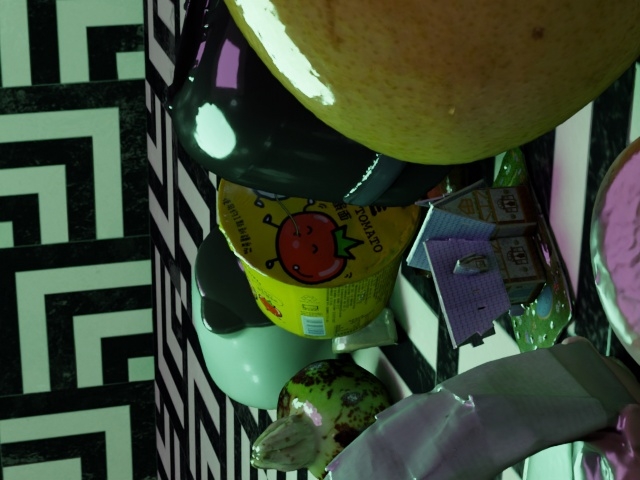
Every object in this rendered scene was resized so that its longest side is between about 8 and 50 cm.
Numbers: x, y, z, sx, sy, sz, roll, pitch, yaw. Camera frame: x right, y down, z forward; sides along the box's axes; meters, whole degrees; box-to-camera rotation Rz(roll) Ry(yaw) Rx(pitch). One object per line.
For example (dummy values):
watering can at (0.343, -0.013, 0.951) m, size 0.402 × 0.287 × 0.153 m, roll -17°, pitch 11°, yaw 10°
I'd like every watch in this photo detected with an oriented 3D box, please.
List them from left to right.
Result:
watch at (0.102, 0.200, 1.013) m, size 0.161 × 0.241 × 0.253 m, roll -119°, pitch 28°, yaw -60°

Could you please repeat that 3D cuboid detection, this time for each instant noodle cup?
instant noodle cup at (0.000, 0.000, 1.383) m, size 0.144 × 0.182 × 0.182 m, roll 89°, pitch 169°, yaw -58°

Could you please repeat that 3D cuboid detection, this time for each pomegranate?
pomegranate at (0.001, 0.201, 1.562) m, size 0.138 × 0.163 × 0.125 m, roll 49°, pitch 165°, yaw 28°

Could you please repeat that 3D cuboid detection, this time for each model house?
model house at (0.122, 0.017, 1.168) m, size 0.117 × 0.088 × 0.167 m, roll 112°, pitch 149°, yaw -58°

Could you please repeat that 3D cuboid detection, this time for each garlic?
garlic at (0.217, 0.026, 0.833) m, size 0.128 × 0.090 × 0.198 m, roll 147°, pitch 122°, yaw -59°

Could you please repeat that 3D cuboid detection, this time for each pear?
pear at (0.074, -0.207, 0.896) m, size 0.314 × 0.314 × 0.314 m, roll 175°, pitch 90°, yaw -75°

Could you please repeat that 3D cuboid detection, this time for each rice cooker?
rice cooker at (0.004, -0.156, 1.203) m, size 0.267 × 0.224 × 0.267 m, roll -164°, pitch 90°, yaw -75°

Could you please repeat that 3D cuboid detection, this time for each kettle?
kettle at (-0.045, 0.049, 1.640) m, size 0.161 × 0.221 × 0.236 m, roll 33°, pitch 161°, yaw 18°

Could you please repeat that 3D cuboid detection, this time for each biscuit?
biscuit at (0.101, -0.034, 1.348) m, size 0.206 × 0.025 × 0.126 m, roll 108°, pitch 153°, yaw -59°

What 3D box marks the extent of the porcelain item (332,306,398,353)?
porcelain item at (0.033, 0.005, 1.531) m, size 0.081 × 0.069 × 0.215 m, roll 74°, pitch -172°, yaw -84°
